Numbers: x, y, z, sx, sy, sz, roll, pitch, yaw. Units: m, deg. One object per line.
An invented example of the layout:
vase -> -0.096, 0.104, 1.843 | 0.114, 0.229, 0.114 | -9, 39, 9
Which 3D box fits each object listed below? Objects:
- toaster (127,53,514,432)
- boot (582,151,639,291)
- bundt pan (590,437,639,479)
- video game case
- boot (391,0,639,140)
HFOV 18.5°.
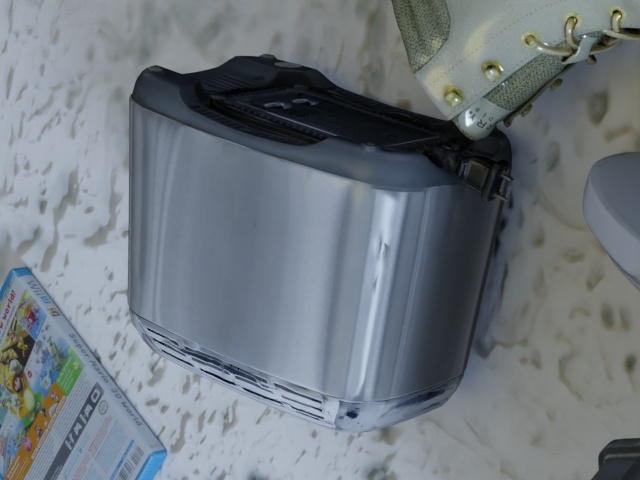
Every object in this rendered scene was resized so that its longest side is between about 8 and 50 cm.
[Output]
toaster -> 0.000, 0.000, 0.990 | 0.227, 0.129, 0.146 | 20, 111, 34
boot -> 0.194, 0.071, 0.841 | 0.258, 0.095, 0.123 | 45, 136, 43
bundt pan -> 0.195, 0.226, 0.764 | 0.331, 0.124, 0.331 | 27, 132, 34
video game case -> -0.168, 0.115, 1.231 | 0.166, 0.015, 0.119 | 49, 124, 28
boot -> 0.127, -0.095, 0.883 | 0.165, 0.077, 0.213 | -45, 58, 27
